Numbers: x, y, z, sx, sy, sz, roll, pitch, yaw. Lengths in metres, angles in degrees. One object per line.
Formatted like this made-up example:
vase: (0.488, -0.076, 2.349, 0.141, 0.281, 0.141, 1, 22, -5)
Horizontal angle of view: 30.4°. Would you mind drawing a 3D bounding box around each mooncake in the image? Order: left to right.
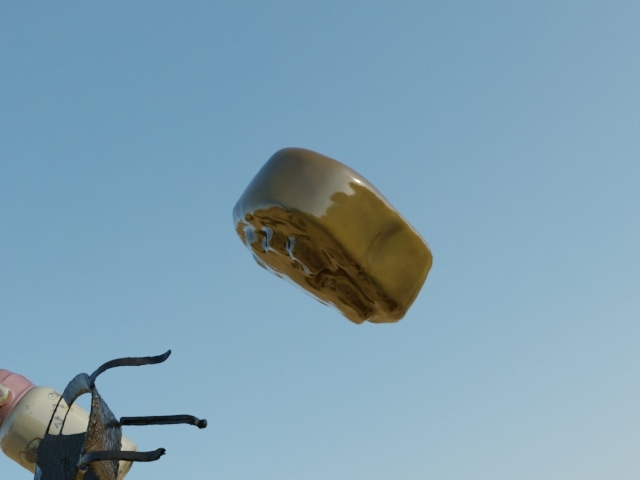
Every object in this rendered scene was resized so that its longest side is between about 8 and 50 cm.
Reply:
mooncake: (0.000, 0.000, 1.337, 0.117, 0.235, 0.235, -59, -16, -18)

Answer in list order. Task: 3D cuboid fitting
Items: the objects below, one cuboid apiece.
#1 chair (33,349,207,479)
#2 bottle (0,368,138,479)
chair: (-0.239, 0.222, 1.278, 0.213, 0.174, 0.149, -11, -40, 11)
bottle: (-0.370, 0.261, 1.598, 0.110, 0.233, 0.110, -56, -5, -8)
